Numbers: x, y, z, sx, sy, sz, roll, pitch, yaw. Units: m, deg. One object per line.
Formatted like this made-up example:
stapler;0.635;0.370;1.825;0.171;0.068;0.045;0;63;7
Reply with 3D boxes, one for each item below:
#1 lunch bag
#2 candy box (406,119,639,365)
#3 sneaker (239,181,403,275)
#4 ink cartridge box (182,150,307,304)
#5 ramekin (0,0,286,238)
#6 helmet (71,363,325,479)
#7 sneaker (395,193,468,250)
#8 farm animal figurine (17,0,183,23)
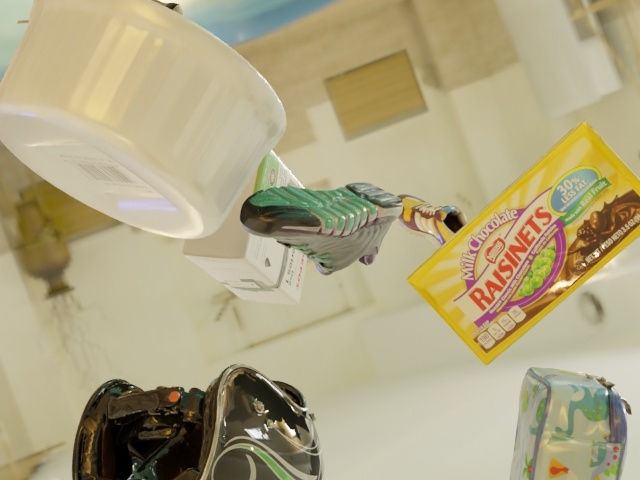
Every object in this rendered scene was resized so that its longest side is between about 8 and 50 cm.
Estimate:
lunch bag;0.219;0.229;1.119;0.090;0.219;0.176;9;180;2
candy box;0.183;0.004;1.035;0.206;0.105;0.027;-43;177;15
sneaker;0.000;0.000;1.247;0.083;0.098;0.224;33;-155;36
ink cartridge box;-0.088;-0.019;1.607;0.093;0.160;0.219;4;164;20
ramekin;-0.185;-0.116;1.189;0.277;0.277;0.135;-18;-136;64
helmet;-0.075;0.164;0.839;0.169;0.169;0.161;-20;144;23
sneaker;0.194;-0.037;2.004;0.070;0.185;0.084;-32;147;-33
farm animal figurine;-0.238;-0.288;1.436;0.172;0.326;0.330;23;-140;28
